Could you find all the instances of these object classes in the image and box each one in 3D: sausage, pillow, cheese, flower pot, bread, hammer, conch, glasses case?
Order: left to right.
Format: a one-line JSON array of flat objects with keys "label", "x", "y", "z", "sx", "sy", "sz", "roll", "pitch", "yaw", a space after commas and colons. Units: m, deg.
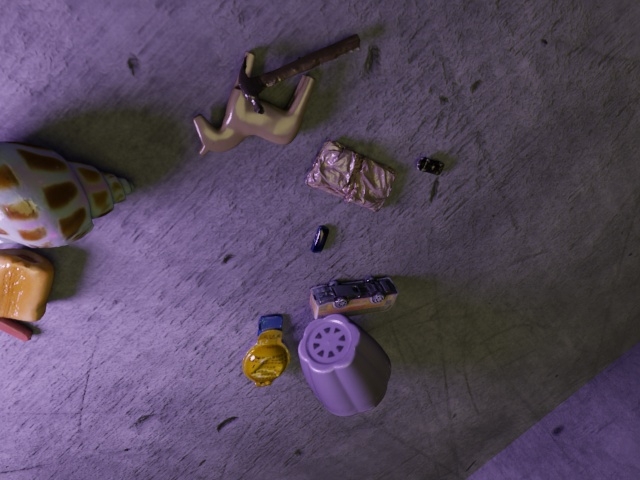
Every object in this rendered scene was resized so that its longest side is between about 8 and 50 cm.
[{"label": "sausage", "x": -0.759, "y": 0.199, "z": 1.024, "sx": 0.035, "sy": 0.030, "sz": 0.147, "roll": -39, "pitch": 125, "yaw": 6}, {"label": "bread", "x": -0.678, "y": 0.097, "z": 0.960, "sx": 0.134, "sy": 0.085, "sz": 0.173, "roll": 19, "pitch": 113, "yaw": -26}, {"label": "conch", "x": -0.572, "y": -0.079, "z": 0.836, "sx": 0.367, "sy": 0.197, "sz": 0.249, "roll": 15, "pitch": 151, "yaw": -32}, {"label": "cheese", "x": -0.161, "y": 0.342, "z": 1.322, "sx": 0.156, "sy": 0.064, "sz": 0.250, "roll": 2, "pitch": 109, "yaw": -23}, {"label": "hammer", "x": -0.036, "y": -0.376, "z": 0.915, "sx": 0.297, "sy": 0.027, "sz": 0.125, "roll": -28, "pitch": 93, "yaw": -15}, {"label": "glasses case", "x": 0.000, "y": 0.000, "z": 1.202, "sx": 0.033, "sy": 0.023, "sz": 0.083, "roll": 10, "pitch": 116, "yaw": -23}, {"label": "flower pot", "x": 0.054, "y": 0.354, "z": 1.265, "sx": 0.265, "sy": 0.265, "sz": 0.243, "roll": -32, "pitch": 137, "yaw": -1}, {"label": "pillow", "x": 0.091, "y": -0.162, "z": 1.126, "sx": 0.248, "sy": 0.049, "sz": 0.135, "roll": 18, "pitch": 107, "yaw": -32}]

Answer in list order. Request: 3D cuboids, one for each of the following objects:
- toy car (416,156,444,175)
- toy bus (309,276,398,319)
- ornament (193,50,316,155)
[{"label": "toy car", "x": 0.305, "y": -0.209, "z": 1.193, "sx": 0.093, "sy": 0.025, "sz": 0.041, "roll": 9, "pitch": 114, "yaw": -29}, {"label": "toy bus", "x": 0.101, "y": 0.179, "z": 1.312, "sx": 0.268, "sy": 0.092, "sz": 0.106, "roll": -5, "pitch": 130, "yaw": -19}, {"label": "ornament", "x": -0.154, "y": -0.281, "z": 0.950, "sx": 0.230, "sy": 0.061, "sz": 0.245, "roll": 14, "pitch": 109, "yaw": -27}]
